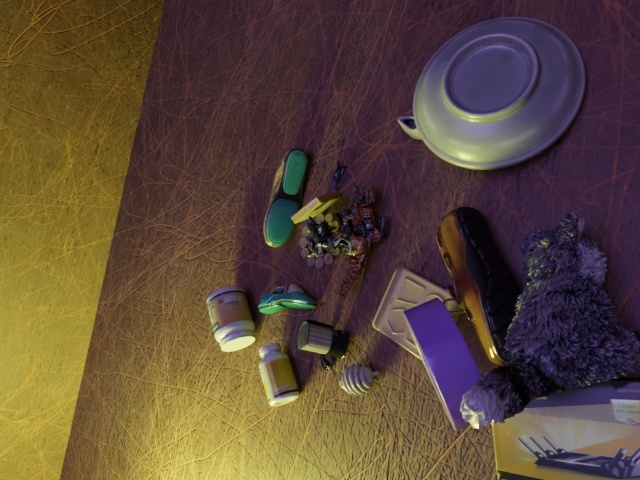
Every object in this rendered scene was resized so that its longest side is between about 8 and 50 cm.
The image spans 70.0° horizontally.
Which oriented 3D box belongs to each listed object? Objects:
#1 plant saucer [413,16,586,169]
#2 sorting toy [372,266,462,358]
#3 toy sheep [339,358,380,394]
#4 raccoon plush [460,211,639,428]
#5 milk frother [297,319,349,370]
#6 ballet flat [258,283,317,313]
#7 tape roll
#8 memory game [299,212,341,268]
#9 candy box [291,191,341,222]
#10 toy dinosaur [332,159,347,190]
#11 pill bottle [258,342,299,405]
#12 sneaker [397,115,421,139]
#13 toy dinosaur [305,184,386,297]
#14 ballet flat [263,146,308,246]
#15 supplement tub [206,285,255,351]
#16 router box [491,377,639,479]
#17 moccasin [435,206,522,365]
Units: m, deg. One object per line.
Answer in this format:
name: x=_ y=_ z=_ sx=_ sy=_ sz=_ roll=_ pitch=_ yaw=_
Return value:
plant saucer: x=0.408 y=-0.373 z=1.093 sx=0.400 sy=0.100 sz=0.401 roll=-6 pitch=75 yaw=25
sorting toy: x=0.259 y=0.197 z=1.224 sx=0.208 sy=0.038 sz=0.193 roll=29 pitch=101 yaw=36
toy sheep: x=0.108 y=0.387 z=1.287 sx=0.132 sy=0.091 sz=0.091 roll=-31 pitch=63 yaw=28
raccoon plush: x=0.414 y=0.121 z=0.857 sx=0.216 sy=0.446 sz=0.300 roll=-28 pitch=77 yaw=49
milk frother: x=-0.006 y=0.320 z=1.363 sx=0.129 sy=0.134 sz=0.143 roll=-161 pitch=88 yaw=-73
ballet flat: x=-0.111 y=0.188 z=1.522 sx=0.247 sy=0.083 sz=0.087 roll=-13 pitch=60 yaw=37
tape roll: x=0.280 y=0.271 z=1.023 sx=0.090 sy=0.275 sz=0.275 roll=-24 pitch=63 yaw=4
memory game: x=0.000 y=0.000 z=1.501 sx=0.186 sy=0.012 sz=0.186 roll=-9 pitch=77 yaw=40
candy box: x=-0.009 y=-0.104 z=1.400 sx=0.105 sy=0.206 sz=0.027 roll=-40 pitch=86 yaw=21
toy dinosaur: x=0.058 y=-0.207 z=1.485 sx=0.090 sy=0.047 sz=0.082 roll=-100 pitch=32 yaw=-62
pill bottle: x=-0.141 y=0.432 z=1.483 sx=0.103 sy=0.103 sz=0.184 roll=-38 pitch=59 yaw=30
sneaker: x=0.303 y=-0.304 z=1.236 sx=0.212 sy=0.094 sz=0.080 roll=17 pitch=92 yaw=42
toy dinosaur: x=0.079 y=-0.005 z=1.347 sx=0.218 sy=0.164 sz=0.322 roll=7 pitch=68 yaw=20
ballet flat: x=-0.126 y=-0.151 z=1.587 sx=0.123 sy=0.123 sz=0.349 roll=17 pitch=94 yaw=42
supplement tub: x=-0.320 y=0.281 z=1.641 sx=0.144 sy=0.144 sz=0.200 roll=-39 pitch=58 yaw=29
router box: x=0.513 y=0.405 z=0.925 sx=0.308 sy=0.081 sz=0.243 roll=-14 pitch=73 yaw=39
moccasin: x=0.363 y=0.107 z=1.078 sx=0.147 sy=0.139 sz=0.380 roll=-56 pitch=45 yaw=51
